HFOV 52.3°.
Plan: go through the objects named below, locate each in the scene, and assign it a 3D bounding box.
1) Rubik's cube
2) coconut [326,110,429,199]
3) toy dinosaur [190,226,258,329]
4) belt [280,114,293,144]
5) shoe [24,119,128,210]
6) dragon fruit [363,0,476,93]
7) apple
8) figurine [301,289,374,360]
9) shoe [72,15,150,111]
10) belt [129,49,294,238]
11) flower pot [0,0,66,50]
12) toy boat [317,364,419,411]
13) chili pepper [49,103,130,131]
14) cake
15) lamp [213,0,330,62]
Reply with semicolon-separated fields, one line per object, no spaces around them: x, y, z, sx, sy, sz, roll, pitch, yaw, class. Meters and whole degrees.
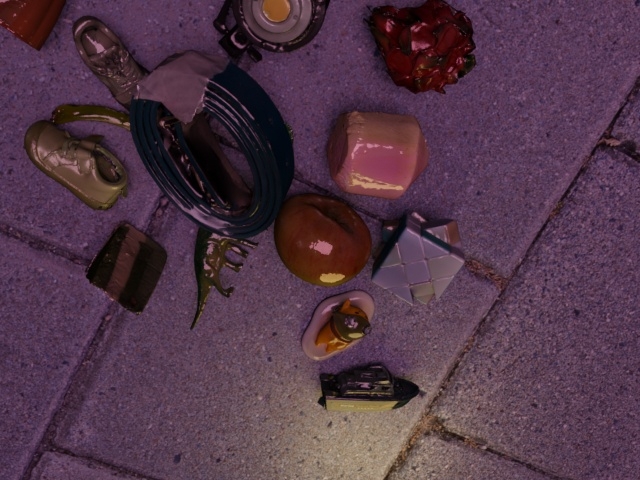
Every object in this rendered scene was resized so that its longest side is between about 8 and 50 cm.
0.256;0.031;1.732;0.224;0.213;0.265;32;111;-3;Rubik's cube
0.152;-0.218;1.625;0.245;0.233;0.233;6;106;-18;coconut
-0.326;0.000;1.679;0.301;0.087;0.447;28;94;-18;toy dinosaur
-0.101;-0.246;1.619;0.079;0.121;0.151;-18;109;-2;belt
-0.570;-0.191;1.556;0.128;0.140;0.262;-33;115;12;shoe
0.235;-0.483;1.566;0.293;0.234;0.233;40;97;-4;dragon fruit
0.000;0.000;1.655;0.261;0.260;0.194;15;121;-14;apple
0.060;0.260;1.798;0.167;0.141;0.250;34;99;-19;figurine
-0.464;-0.386;1.499;0.109;0.149;0.293;-38;109;1;shoe
-0.237;-0.218;1.490;0.300;0.173;0.436;-21;120;21;belt
-0.647;-0.538;1.414;0.191;0.191;0.173;36;85;-18;flower pot
0.144;0.429;1.880;0.296;0.114;0.122;1;116;-10;toy boat
-0.547;-0.299;1.568;0.202;0.050;0.051;5;70;-9;chili pepper
-0.463;0.064;1.583;0.158;0.283;0.172;34;82;-18;cake
-0.073;-0.549;1.448;0.374;0.272;0.205;-44;111;5;lamp
